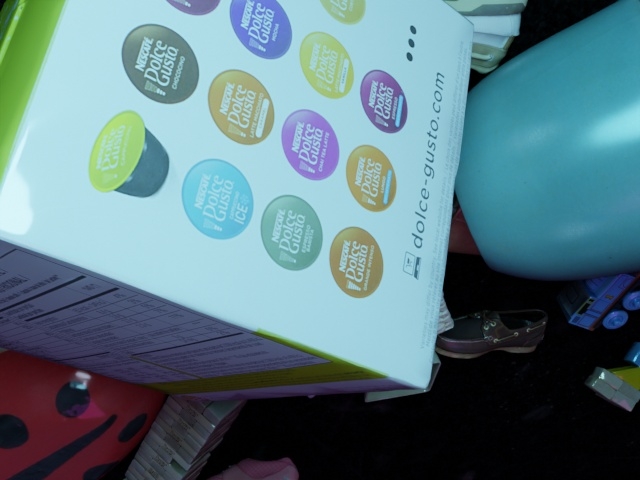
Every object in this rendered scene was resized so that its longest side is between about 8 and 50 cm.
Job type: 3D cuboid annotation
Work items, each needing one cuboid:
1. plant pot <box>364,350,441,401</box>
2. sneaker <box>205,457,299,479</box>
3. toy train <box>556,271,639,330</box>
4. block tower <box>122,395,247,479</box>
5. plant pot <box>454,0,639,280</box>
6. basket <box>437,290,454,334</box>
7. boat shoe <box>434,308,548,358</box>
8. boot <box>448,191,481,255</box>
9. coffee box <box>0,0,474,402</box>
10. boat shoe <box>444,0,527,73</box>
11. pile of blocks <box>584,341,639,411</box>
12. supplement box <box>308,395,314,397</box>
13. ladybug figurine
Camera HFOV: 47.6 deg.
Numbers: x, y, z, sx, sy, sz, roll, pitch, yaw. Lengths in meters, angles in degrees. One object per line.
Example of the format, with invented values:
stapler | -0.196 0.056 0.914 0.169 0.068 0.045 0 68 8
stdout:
plant pot | 0.117 0.182 1.145 0.109 0.096 0.109 -7 146 -8
sneaker | -0.162 0.469 1.326 0.313 0.136 0.116 -18 114 32
toy train | 0.471 0.069 1.167 0.105 0.080 0.184 17 125 -21
block tower | -0.226 0.330 1.171 0.097 0.091 0.336 -31 157 -57
plant pot | 0.275 -0.088 0.819 0.235 0.293 0.293 -19 135 20
basket | 0.099 0.095 1.064 0.167 0.113 0.103 -25 136 8
boat shoe | 0.276 0.142 1.184 0.206 0.073 0.073 -2 130 -23
boot | 0.303 -0.047 1.009 0.269 0.089 0.236 14 125 -24
coffee box | -0.118 -0.067 0.624 0.334 0.338 0.338 25 154 -33
boat shoe | 0.076 -0.223 0.771 0.302 0.113 0.103 -4 126 -13
pile of blocks | 0.670 0.233 1.368 0.361 0.149 0.112 -4 175 0
supplement box | -0.027 0.071 0.955 0.130 0.073 0.239 -34 97 14
ladybug figurine | -0.399 0.260 1.035 0.449 0.162 0.305 -38 130 18
